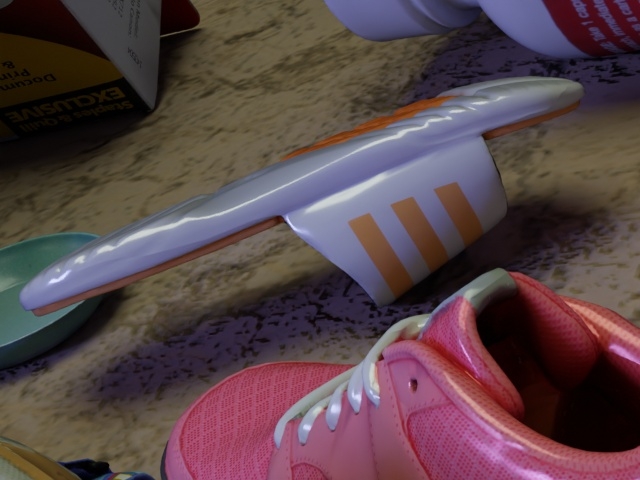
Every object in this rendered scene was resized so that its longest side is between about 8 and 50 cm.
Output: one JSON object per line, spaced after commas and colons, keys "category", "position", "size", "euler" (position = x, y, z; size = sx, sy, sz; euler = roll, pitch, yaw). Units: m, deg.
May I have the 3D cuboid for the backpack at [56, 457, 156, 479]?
{"category": "backpack", "position": [-0.114, 0.153, 0.556], "size": [0.173, 0.158, 0.117], "euler": [-20, 13, 30]}

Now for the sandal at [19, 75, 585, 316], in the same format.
{"category": "sandal", "position": [-0.001, -0.001, 0.874], "size": [0.265, 0.076, 0.102], "euler": [-22, 7, 2]}

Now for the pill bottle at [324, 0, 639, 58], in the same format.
{"category": "pill bottle", "position": [0.197, -0.215, 0.977], "size": [0.408, 0.229, 0.229], "euler": [-7, 27, 27]}

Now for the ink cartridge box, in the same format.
{"category": "ink cartridge box", "position": [-0.265, -0.136, 1.230], "size": [0.309, 0.272, 0.130], "euler": [-11, 57, 20]}

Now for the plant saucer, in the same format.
{"category": "plant saucer", "position": [-0.155, 0.035, 0.976], "size": [0.119, 0.021, 0.119], "euler": [-17, 25, 8]}

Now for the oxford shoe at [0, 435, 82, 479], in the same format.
{"category": "oxford shoe", "position": [-0.206, 0.173, 0.431], "size": [0.449, 0.169, 0.130], "euler": [-27, 20, 14]}

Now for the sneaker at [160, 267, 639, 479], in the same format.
{"category": "sneaker", "position": [0.054, 0.061, 0.625], "size": [0.116, 0.136, 0.314], "euler": [-35, 28, -32]}
